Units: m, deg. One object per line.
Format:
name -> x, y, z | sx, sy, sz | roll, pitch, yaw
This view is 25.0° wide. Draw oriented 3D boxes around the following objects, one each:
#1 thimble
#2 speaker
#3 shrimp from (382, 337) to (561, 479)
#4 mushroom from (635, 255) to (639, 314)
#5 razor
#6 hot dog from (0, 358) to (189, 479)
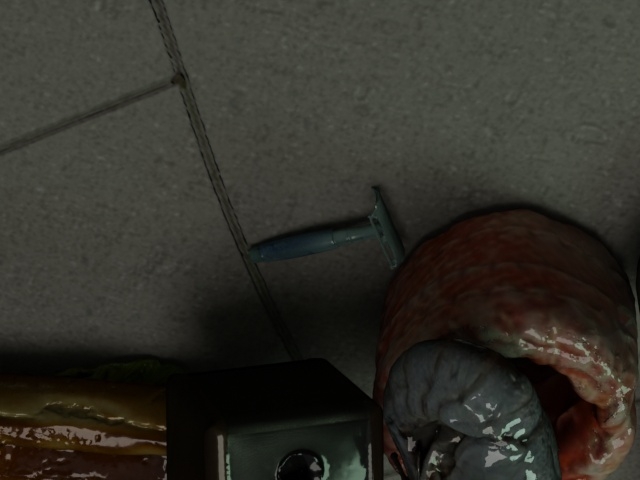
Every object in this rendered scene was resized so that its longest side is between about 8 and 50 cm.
thimble -> 0.160, 0.103, 1.249 | 0.239, 0.162, 0.239 | 3, 127, 5
speaker -> -0.041, 0.232, 1.239 | 0.153, 0.192, 0.231 | -5, 103, -17
shrimp -> 0.131, 0.223, 1.170 | 0.145, 0.116, 0.343 | -8, 119, 15
mushroom -> 0.326, 0.025, 1.203 | 0.117, 0.141, 0.188 | 31, 127, 23
razor -> 0.000, 0.000, 1.259 | 0.135, 0.040, 0.068 | -11, 127, 21
hot dog -> -0.224, 0.177, 1.376 | 0.337, 0.100, 0.135 | 2, 137, 4
